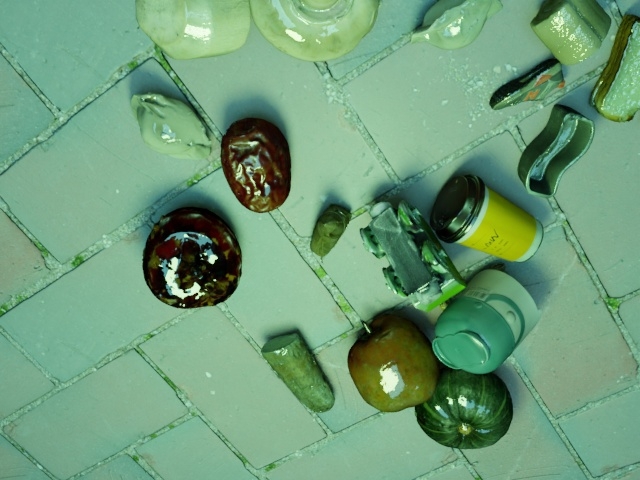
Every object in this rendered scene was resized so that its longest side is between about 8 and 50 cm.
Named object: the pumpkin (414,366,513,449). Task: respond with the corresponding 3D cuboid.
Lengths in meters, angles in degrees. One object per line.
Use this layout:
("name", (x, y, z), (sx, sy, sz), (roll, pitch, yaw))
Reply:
("pumpkin", (0.444, 0.514, 1.914), (0.300, 0.207, 0.300), (4, 131, 4))

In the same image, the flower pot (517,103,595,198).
("flower pot", (0.603, -0.230, 1.587), (0.103, 0.108, 0.229), (24, 116, -9))

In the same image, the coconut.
("coconut", (-0.285, -0.539, 1.418), (0.244, 0.247, 0.245), (13, 115, 30))

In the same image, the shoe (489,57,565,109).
("shoe", (0.524, -0.374, 1.542), (0.194, 0.074, 0.077), (-32, 116, 15))

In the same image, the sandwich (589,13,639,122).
("sandwich", (0.830, -0.393, 1.502), (0.273, 0.095, 0.249), (14, 116, -3))

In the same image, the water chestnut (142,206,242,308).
("water chestnut", (-0.354, 0.061, 1.691), (0.299, 0.300, 0.300), (1, 116, 2))

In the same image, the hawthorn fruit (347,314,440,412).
("hawthorn fruit", (0.209, 0.349, 1.818), (0.267, 0.268, 0.301), (-26, 97, 15))

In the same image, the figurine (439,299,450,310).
("figurine", (0.356, 0.181, 1.836), (0.083, 0.051, 0.047), (36, 118, -14))

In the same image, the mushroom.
("mushroom", (-0.029, -0.577, 1.357), (0.315, 0.315, 0.356), (-31, 149, 17))

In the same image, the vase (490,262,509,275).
("vase", (0.531, 0.116, 1.793), (0.053, 0.053, 0.101), (-18, 109, 12))

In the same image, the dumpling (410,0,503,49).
("dumpling", (0.314, -0.519, 1.440), (0.228, 0.151, 0.124), (-24, 86, 15))

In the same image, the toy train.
("toy train", (0.247, 0.036, 1.639), (0.173, 0.249, 0.307), (-37, 64, 17))

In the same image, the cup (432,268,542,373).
("cup", (0.442, 0.241, 1.743), (0.219, 0.257, 0.289), (55, 148, -3))

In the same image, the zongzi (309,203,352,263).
("zongzi", (0.000, 0.000, 1.694), (0.081, 0.178, 0.189), (33, 115, 7))

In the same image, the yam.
("yam", (-0.056, 0.421, 1.935), (0.133, 0.133, 0.330), (-26, 116, 15))

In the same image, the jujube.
("jujube", (-0.166, -0.201, 1.614), (0.183, 0.183, 0.243), (-9, 123, 7))

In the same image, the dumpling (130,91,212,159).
("dumpling", (-0.407, -0.286, 1.617), (0.247, 0.142, 0.172), (40, 147, -23))

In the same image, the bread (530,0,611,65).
("bread", (0.581, -0.506, 1.430), (0.141, 0.148, 0.134), (40, 149, -18))

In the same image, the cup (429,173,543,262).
("cup", (0.448, -0.050, 1.649), (0.279, 0.196, 0.196), (22, 116, -16))
